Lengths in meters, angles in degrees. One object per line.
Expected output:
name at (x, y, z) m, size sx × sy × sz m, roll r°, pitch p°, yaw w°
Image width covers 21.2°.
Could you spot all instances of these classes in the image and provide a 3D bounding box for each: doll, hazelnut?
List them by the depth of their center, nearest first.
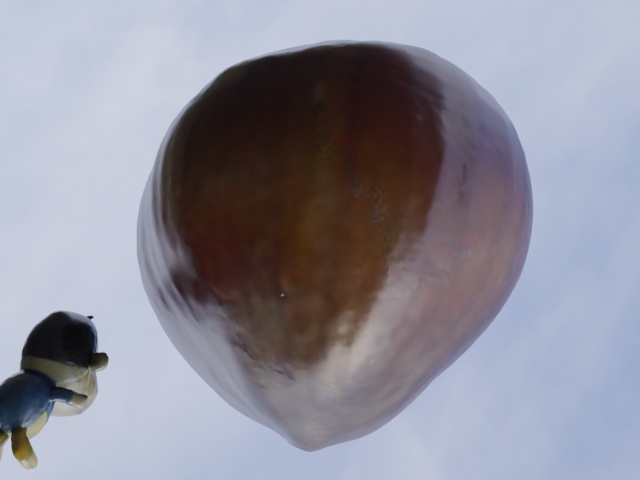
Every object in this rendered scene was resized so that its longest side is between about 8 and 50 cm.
doll at (-0.248, 0.137, 1.553) m, size 0.102 × 0.089 × 0.179 m, roll -3°, pitch -134°, yaw 34°
hazelnut at (0.000, 0.000, 1.555) m, size 0.359 × 0.359 × 0.409 m, roll -64°, pitch -178°, yaw -29°
